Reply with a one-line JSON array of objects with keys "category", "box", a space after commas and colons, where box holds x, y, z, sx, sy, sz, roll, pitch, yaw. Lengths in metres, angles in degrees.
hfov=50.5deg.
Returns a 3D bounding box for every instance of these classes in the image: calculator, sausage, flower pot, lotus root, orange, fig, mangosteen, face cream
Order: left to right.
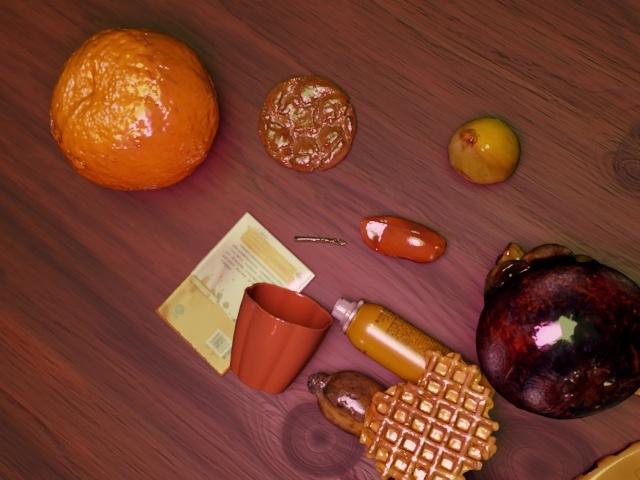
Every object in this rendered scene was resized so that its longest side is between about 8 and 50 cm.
[{"category": "orange", "box": [-0.369, -0.262, 1.396, 0.341, 0.293, 0.340, -4, 80, 24]}, {"category": "flower pot", "box": [-0.093, 0.200, 1.353, 0.191, 0.190, 0.173, 26, 102, 10]}, {"category": "lotus root", "box": [0.068, 0.322, 1.349, 0.210, 0.120, 0.120, 29, 87, 9]}, {"category": "sausage", "box": [0.169, -0.002, 1.399, 0.179, 0.089, 0.089, 18, 85, 13]}, {"category": "face cream", "box": [0.176, 0.224, 1.352, 0.349, 0.105, 0.105, 33, 88, 10]}, {"category": "fig", "box": [0.332, -0.182, 1.383, 0.153, 0.121, 0.135, -2, 76, -16]}, {"category": "mangosteen", "box": [0.440, 0.166, 1.242, 0.330, 0.330, 0.329, -1, 82, 7]}, {"category": "calculator", "box": [0.590, 0.484, 1.301, 0.237, 0.033, 0.157, -33, 79, 0]}]

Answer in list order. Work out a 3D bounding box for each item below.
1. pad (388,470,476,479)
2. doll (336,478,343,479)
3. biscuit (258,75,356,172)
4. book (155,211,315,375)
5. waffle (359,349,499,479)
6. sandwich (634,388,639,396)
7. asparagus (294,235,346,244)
[{"category": "pad", "box": [0.200, 0.434, 1.256, 0.160, 0.265, 0.009, -19, 108, 5]}, {"category": "doll", "box": [0.079, 0.611, 1.315, 0.145, 0.103, 0.316, -43, 88, 19]}, {"category": "biscuit", "box": [-0.031, -0.255, 1.475, 0.226, 0.042, 0.225, -1, 83, 6]}, {"category": "book", "box": [-0.183, 0.113, 1.456, 0.208, 0.020, 0.295, 43, 89, 10]}, {"category": "waffle", "box": [0.191, 0.327, 1.237, 0.253, 0.056, 0.249, -11, 66, 10]}, {"category": "sandwich", "box": [0.674, 0.278, 1.304, 0.193, 0.058, 0.162, -35, 80, -1]}, {"category": "asparagus", "box": [0.000, 0.000, 1.450, 0.114, 0.014, 0.015, 3, 62, 9]}]
